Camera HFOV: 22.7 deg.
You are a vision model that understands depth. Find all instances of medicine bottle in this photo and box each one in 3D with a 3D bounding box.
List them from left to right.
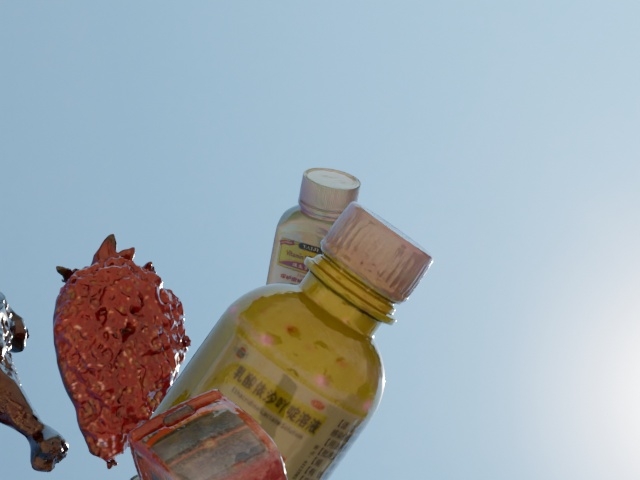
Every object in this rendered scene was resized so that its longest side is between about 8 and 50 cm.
[{"bbox_3d":[-0.012,0.079,1.050,0.122,0.212,0.122,35,-175,-3],"label":"medicine bottle"},{"bbox_3d":[0.000,0.000,1.388,0.074,0.118,0.055,17,-159,13],"label":"medicine bottle"}]

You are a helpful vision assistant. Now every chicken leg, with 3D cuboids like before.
[{"bbox_3d":[-0.220,0.074,1.033,0.089,0.048,0.219,21,-167,-29],"label":"chicken leg"}]

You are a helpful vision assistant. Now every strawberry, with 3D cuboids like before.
[{"bbox_3d":[-0.208,0.111,1.657,0.174,0.098,0.228,54,-156,-28],"label":"strawberry"}]

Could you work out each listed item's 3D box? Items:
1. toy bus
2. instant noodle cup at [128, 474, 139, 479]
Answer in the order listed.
[{"bbox_3d":[-0.037,0.172,0.787,0.065,0.192,0.077,-26,-152,-26],"label":"toy bus"},{"bbox_3d":[-0.090,0.372,1.488,0.326,0.325,0.254,17,-134,-18],"label":"instant noodle cup"}]
